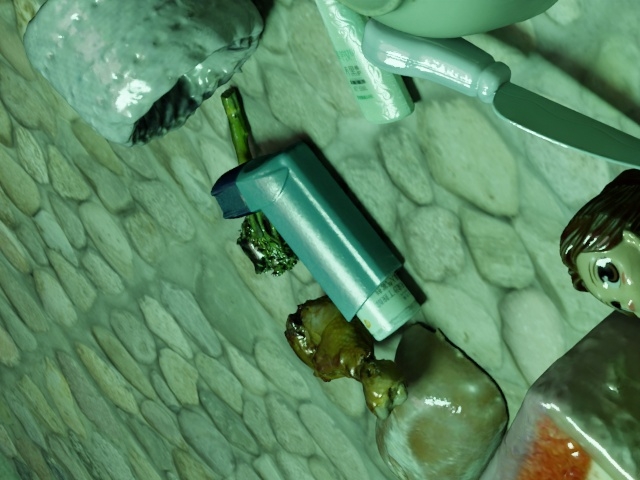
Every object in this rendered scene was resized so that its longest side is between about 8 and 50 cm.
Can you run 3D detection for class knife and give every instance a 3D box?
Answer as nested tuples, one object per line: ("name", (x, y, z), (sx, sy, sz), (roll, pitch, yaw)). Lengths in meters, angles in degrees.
("knife", (0.173, -0.119, 1.513), (0.331, 0.080, 0.044), (29, 123, 25))

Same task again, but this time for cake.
("cake", (0.294, 0.212, 1.588), (0.237, 0.230, 0.309), (41, 149, 17))

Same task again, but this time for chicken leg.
("chicken leg", (0.036, 0.131, 1.972), (0.107, 0.087, 0.251), (59, 171, -27))

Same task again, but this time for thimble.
("thimble", (-0.179, -0.209, 1.816), (0.157, 0.217, 0.245), (51, -175, 3))

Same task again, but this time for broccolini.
("broccolini", (-0.077, -0.069, 2.039), (0.057, 0.071, 0.254), (-94, -4, -58))

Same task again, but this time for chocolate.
("chocolate", (0.122, 0.220, 2.004), (0.161, 0.083, 0.261), (37, 147, 23))

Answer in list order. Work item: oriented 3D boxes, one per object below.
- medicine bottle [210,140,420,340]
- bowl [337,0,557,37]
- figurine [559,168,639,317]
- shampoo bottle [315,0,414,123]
("medicine bottle", (0.000, 0.000, 1.931), (0.258, 0.079, 0.124), (50, 131, 2))
("bowl", (0.065, -0.279, 1.459), (0.289, 0.146, 0.289), (35, 147, 27))
("figurine", (0.326, 0.047, 1.413), (0.315, 0.168, 0.187), (23, -179, 43))
("shampoo bottle", (0.031, -0.204, 1.704), (0.069, 0.041, 0.190), (9, 129, 59))
